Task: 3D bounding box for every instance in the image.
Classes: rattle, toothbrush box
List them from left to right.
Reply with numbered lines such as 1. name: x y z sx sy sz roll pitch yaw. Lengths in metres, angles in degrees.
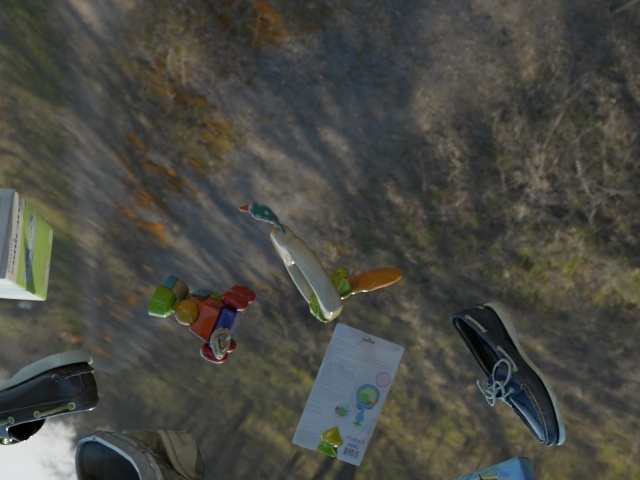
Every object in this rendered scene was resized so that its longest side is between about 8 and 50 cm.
1. toothbrush box: -0.498 0.007 1.154 0.206 0.122 0.283 4 172 -7
2. rattle: 0.000 0.000 1.163 0.199 0.143 0.130 58 -176 12

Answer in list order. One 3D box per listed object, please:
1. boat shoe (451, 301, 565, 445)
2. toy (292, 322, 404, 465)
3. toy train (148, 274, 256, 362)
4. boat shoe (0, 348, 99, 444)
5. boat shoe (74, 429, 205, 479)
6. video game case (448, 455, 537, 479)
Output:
1. boat shoe: 0.279 0.200 1.269 0.095 0.079 0.254 101 152 -52
2. toy: 0.049 0.285 1.581 0.137 0.237 0.056 21 176 -8
3. toy train: -0.188 0.109 1.238 0.143 0.105 0.248 22 -176 1
4. boat shoe: -0.339 0.190 0.941 0.228 0.068 0.081 -27 166 26
5. boat shoe: -0.139 0.219 0.648 0.103 0.118 0.320 14 -176 -16
6. video game case: 0.260 0.514 1.352 0.244 0.269 0.061 -27 151 24
